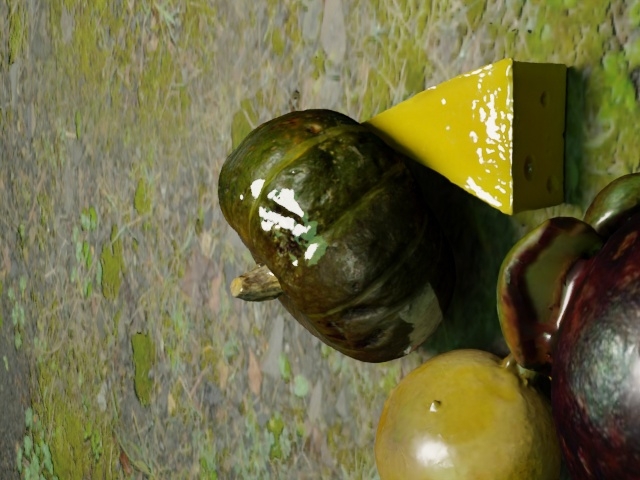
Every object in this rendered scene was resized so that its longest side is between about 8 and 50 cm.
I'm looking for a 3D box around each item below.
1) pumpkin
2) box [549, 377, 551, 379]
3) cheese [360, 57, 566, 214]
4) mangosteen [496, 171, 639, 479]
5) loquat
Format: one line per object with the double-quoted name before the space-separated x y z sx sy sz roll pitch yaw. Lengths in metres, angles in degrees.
"pumpkin" -0.002 0.002 0.773 0.260 0.189 0.260 46 166 15
"box" 0.240 0.112 0.679 0.155 0.087 0.023 59 173 19
"cheese" 0.124 -0.097 0.744 0.171 0.093 0.126 8 103 43
"mangosteen" 0.277 0.080 0.507 0.311 0.311 0.311 8 102 42
"loquat" 0.137 0.176 0.734 0.204 0.149 0.172 -56 23 11
